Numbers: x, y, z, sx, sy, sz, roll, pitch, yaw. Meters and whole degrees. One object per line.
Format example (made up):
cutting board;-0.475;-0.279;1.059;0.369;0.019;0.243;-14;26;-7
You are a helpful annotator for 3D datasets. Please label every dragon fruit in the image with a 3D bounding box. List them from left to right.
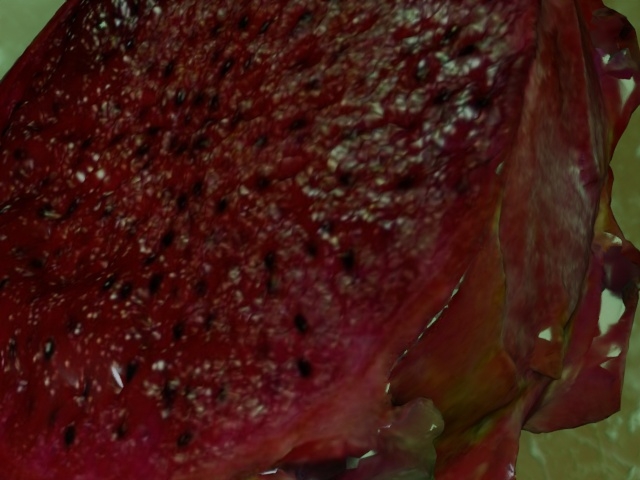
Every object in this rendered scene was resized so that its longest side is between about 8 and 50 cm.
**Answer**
dragon fruit;0.000;0.000;0.686;0.371;0.386;0.249;-39;134;14
